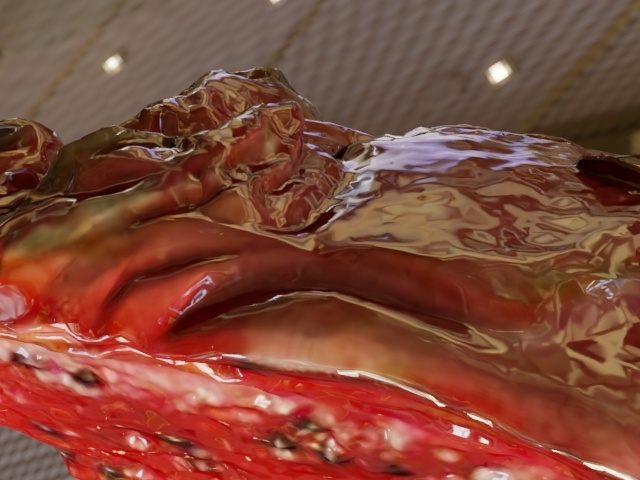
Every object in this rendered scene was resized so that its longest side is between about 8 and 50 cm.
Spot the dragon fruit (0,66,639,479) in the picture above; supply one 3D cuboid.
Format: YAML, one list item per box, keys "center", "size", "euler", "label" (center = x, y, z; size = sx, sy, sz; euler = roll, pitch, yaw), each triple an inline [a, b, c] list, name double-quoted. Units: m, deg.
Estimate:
- center: [0.004, -0.009, 0.654]
  size: [0.228, 0.329, 0.286]
  euler: [-68, -170, -24]
  label: "dragon fruit"
